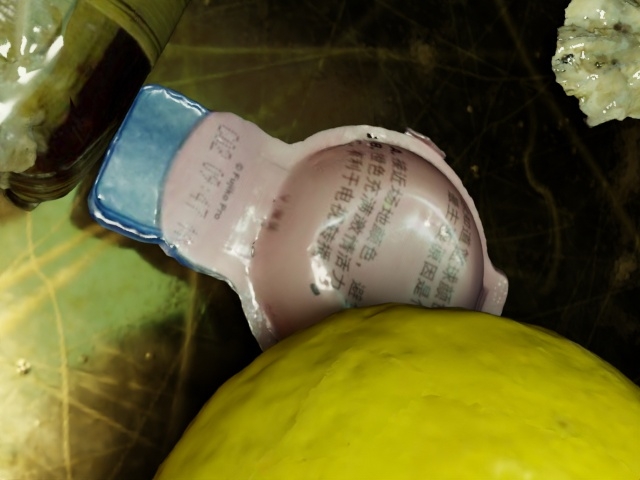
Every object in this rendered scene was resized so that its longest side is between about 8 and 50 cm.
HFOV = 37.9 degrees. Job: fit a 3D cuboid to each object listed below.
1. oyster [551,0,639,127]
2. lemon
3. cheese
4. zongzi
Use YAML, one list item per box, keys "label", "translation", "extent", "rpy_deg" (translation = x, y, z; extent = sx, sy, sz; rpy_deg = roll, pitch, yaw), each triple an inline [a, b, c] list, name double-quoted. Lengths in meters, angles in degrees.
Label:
- label: "oyster"
  translation: [0.280, -0.155, 0.745]
  extent: [0.209, 0.072, 0.132]
  rpy_deg: [4, 81, -24]
- label: "lemon"
  translation: [0.052, 0.203, 0.462]
  extent: [0.348, 0.348, 0.348]
  rpy_deg: [2, 85, -27]
- label: "cheese"
  translation: [0.000, 0.000, 0.589]
  extent: [0.286, 0.074, 0.189]
  rpy_deg: [24, 75, -19]
- label: "zongzi"
  translation: [-0.200, -0.191, 0.485]
  extent: [0.288, 0.134, 0.286]
  rpy_deg: [27, 78, -8]
